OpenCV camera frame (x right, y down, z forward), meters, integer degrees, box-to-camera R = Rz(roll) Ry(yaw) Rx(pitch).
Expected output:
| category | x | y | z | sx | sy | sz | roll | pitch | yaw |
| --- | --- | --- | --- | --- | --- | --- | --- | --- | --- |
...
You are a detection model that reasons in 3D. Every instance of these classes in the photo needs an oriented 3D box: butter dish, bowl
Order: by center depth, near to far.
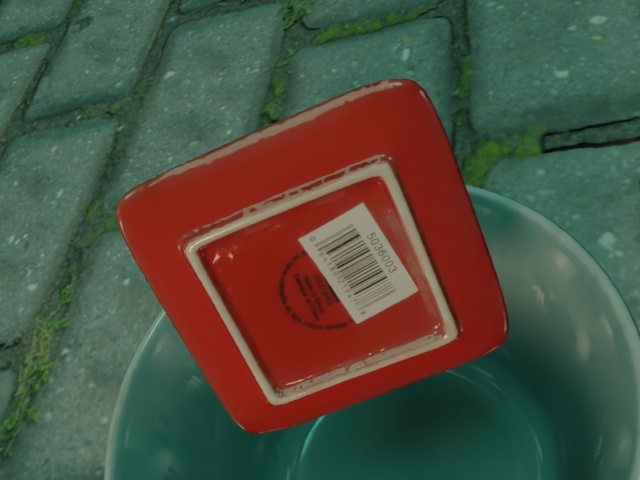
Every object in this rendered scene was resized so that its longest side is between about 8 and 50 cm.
| category | x | y | z | sx | sy | sz | roll | pitch | yaw |
| --- | --- | --- | --- | --- | --- | --- | --- | --- | --- |
| butter dish | 0.000 | 0.000 | 0.381 | 0.160 | 0.160 | 0.118 | -22 | 24 | 8 |
| bowl | 0.042 | 0.129 | 0.447 | 0.312 | 0.163 | 0.311 | -13 | 48 | 16 |
